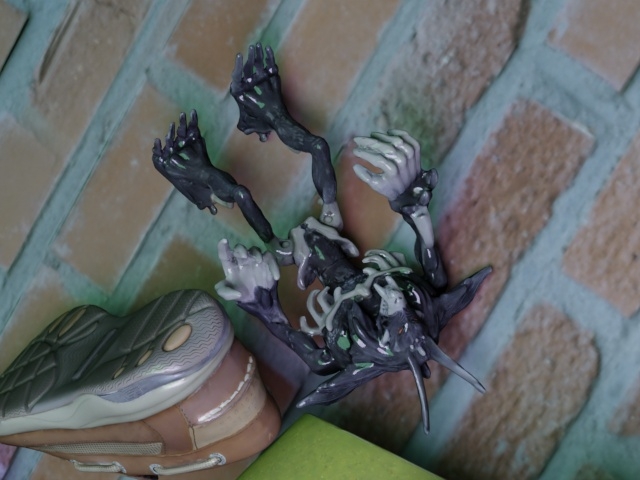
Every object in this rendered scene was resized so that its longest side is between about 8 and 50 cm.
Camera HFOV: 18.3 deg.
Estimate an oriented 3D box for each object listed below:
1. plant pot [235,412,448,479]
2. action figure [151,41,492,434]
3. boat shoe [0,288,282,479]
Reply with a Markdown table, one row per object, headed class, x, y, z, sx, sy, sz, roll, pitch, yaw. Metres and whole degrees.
| class | x | y | z | sx | sy | sz | roll | pitch | yaw |
| --- | --- | --- | --- | --- | --- | --- | --- | --- | --- |
| plant pot | -0.016 | 0.270 | 1.279 | 0.275 | 0.275 | 0.293 | 23 | 84 | 28 |
| action figure | 0.000 | 0.000 | 1.319 | 0.164 | 0.141 | 0.275 | -38 | 64 | -8 |
| boat shoe | -0.140 | 0.119 | 1.378 | 0.116 | 0.123 | 0.324 | 48 | 154 | -18 |
